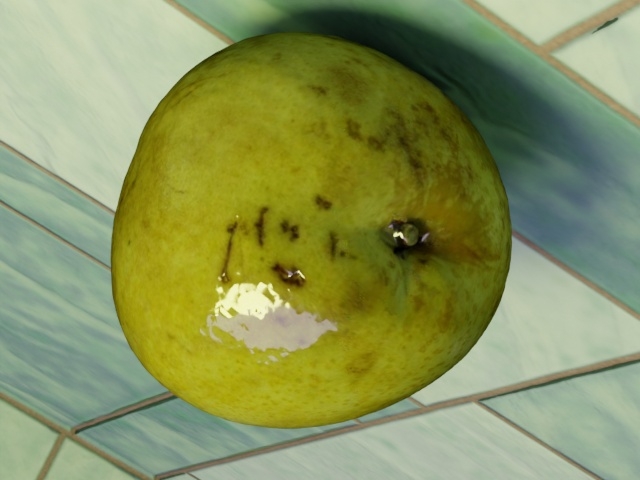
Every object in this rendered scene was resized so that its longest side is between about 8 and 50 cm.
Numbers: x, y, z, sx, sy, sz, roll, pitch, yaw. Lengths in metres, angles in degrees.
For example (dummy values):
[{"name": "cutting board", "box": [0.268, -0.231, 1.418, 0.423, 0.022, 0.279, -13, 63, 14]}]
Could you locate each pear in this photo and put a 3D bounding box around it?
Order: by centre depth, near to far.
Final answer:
[{"name": "pear", "box": [0.000, 0.000, 1.335, 0.304, 0.304, 0.304, 21, 156, 10]}]
